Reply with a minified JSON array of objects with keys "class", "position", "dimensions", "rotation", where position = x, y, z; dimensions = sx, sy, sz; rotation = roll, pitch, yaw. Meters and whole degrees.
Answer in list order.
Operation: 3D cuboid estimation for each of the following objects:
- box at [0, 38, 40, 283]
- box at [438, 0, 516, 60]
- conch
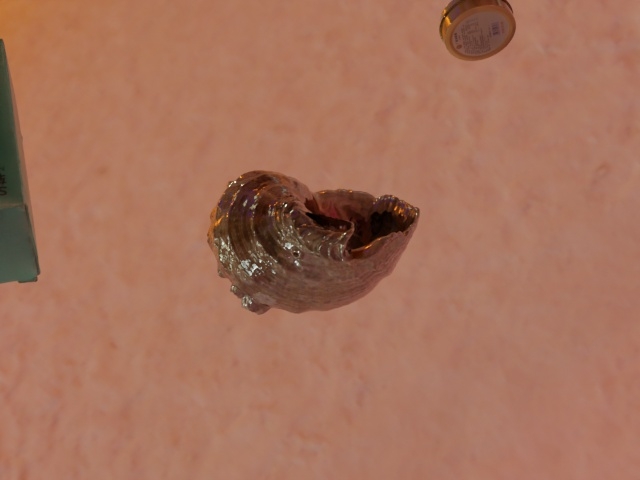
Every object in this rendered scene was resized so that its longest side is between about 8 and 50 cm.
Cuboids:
[{"class":"box","position":[-0.435,-0.085,1.454],"dimensions":[0.205,0.118,0.311],"rotation":[-10,47,-9]},{"class":"box","position":[0.217,-0.297,1.781],"dimensions":[0.106,0.105,0.037],"rotation":[-31,48,20]},{"class":"conch","position":[0.000,0.016,1.933],"dimensions":[0.297,0.210,0.352],"rotation":[-13,28,-23]}]
